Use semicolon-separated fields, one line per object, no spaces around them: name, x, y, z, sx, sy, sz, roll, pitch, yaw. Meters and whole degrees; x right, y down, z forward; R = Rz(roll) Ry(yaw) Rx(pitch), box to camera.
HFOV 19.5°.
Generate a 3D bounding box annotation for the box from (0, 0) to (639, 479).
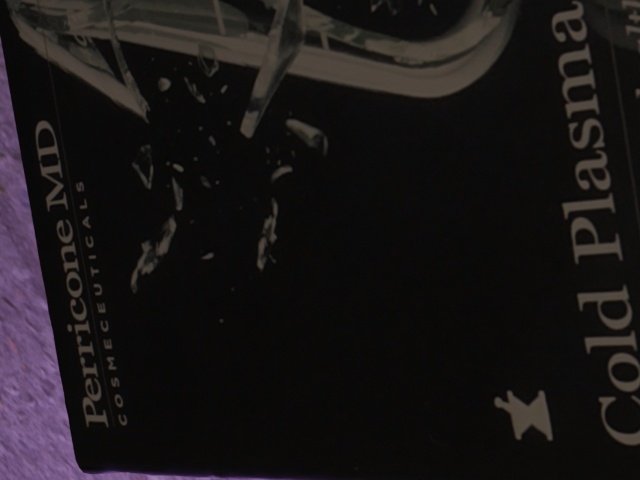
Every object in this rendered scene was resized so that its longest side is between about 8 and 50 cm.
box;0.091;-0.146;0.861;0.472;0.297;0.480;-6;95;50
